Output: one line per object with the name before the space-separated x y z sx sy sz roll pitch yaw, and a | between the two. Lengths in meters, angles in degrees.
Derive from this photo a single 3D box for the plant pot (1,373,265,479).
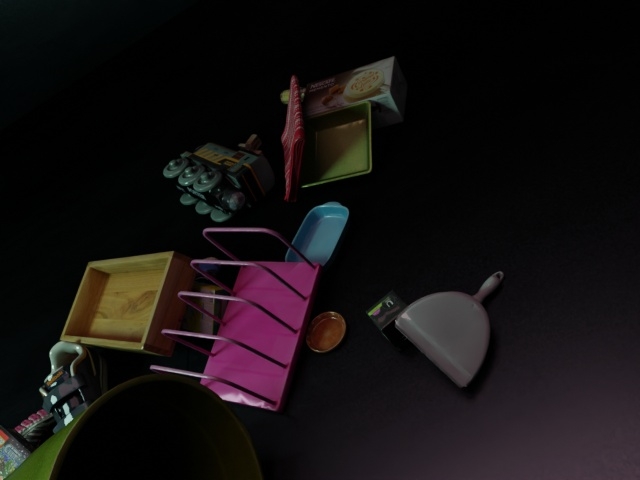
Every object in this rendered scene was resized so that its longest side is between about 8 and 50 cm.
plant pot | -0.331 0.429 0.801 0.353 0.366 0.366 -27 42 29

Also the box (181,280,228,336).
box | -0.278 0.142 1.169 0.179 0.043 0.105 8 95 35

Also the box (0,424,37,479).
box | -0.598 0.497 1.046 0.233 0.044 0.159 27 71 21

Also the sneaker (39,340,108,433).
sneaker | -0.513 0.344 1.127 0.126 0.127 0.321 -39 44 -3

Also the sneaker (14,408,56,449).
sneaker | -0.637 0.438 1.178 0.063 0.074 0.170 -9 24 50

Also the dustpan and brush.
dustpan and brush | 0.235 0.116 0.862 0.211 0.060 0.147 -43 75 -14

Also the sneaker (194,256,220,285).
sneaker | -0.304 0.099 1.246 0.152 0.058 0.084 -19 37 10

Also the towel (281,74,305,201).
towel | -0.069 -0.250 1.309 0.031 0.198 0.274 3 45 -10

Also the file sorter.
file sorter | -0.156 0.138 0.997 0.202 0.182 0.290 0 62 33

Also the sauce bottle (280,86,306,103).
sauce bottle | -0.055 -0.420 1.543 0.128 0.042 0.042 2 55 32

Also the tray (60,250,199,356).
tray | -0.438 0.143 1.205 0.411 0.076 0.202 -6 63 43

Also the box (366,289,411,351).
box | 0.128 0.137 0.907 0.062 0.083 0.052 -40 43 -2

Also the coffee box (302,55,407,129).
coffee box | 0.083 -0.348 1.345 0.247 0.098 0.141 -9 50 28

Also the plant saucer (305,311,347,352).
plant saucer | 0.012 0.173 1.005 0.084 0.013 0.083 -18 46 21

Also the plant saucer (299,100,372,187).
plant saucer | 0.043 -0.220 1.272 0.188 0.045 0.188 -9 69 27

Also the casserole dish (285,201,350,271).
casserole dish | 0.000 0.000 1.146 0.114 0.037 0.188 5 56 37

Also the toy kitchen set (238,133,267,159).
toy kitchen set | -0.181 -0.263 1.470 0.083 0.068 0.075 15 63 40

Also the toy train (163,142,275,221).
toy train | -0.271 -0.167 1.409 0.190 0.142 0.334 -41 39 -22
